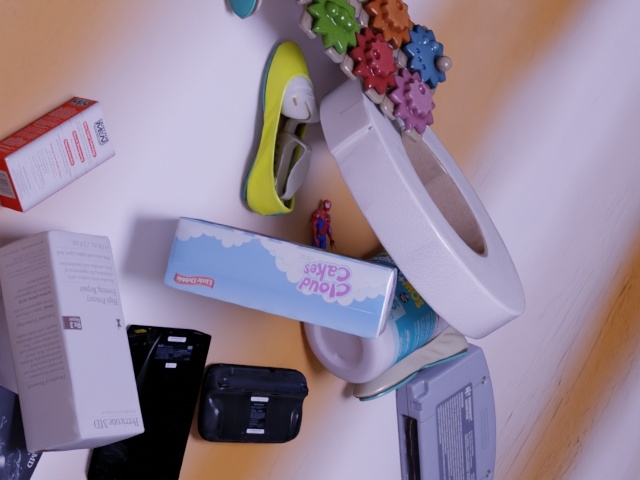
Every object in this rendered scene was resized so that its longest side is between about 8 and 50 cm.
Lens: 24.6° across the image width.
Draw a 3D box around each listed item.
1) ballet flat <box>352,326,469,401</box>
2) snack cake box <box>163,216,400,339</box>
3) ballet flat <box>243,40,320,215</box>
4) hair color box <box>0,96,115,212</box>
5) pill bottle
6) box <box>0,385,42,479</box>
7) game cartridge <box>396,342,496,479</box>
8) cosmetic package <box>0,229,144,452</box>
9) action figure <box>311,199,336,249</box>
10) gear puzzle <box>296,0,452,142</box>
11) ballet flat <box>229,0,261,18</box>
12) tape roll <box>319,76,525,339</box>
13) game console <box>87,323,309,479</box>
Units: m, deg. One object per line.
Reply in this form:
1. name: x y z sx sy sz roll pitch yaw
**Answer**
1. ballet flat: 0.127 0.169 2.205 0.248 0.086 0.086 -19 115 -47
2. snack cake box: -0.043 0.044 1.783 0.152 0.264 0.089 17 87 -84
3. ballet flat: -0.039 -0.142 1.906 0.077 0.077 0.231 11 92 -50
4. hair color box: -0.301 -0.097 1.639 0.141 0.043 0.072 -37 127 -36
5. pill bottle: 0.110 0.086 2.095 0.264 0.146 0.146 -31 123 -41
6. box: -0.392 0.223 1.590 0.158 0.093 0.156 38 72 -49
7. game cartridge: 0.207 0.324 2.353 0.198 0.062 0.297 -29 122 -46
8. cosmetic package: -0.276 0.112 1.617 0.117 0.085 0.231 6 68 -61
9. action figure: 0.000 0.000 2.034 0.038 0.030 0.115 4 96 -45
10. gear puzzle: 0.052 -0.288 1.830 0.339 0.044 0.175 42 49 -30
11. ballet flat: -0.087 -0.358 1.805 0.052 0.057 0.168 -32 125 -51
12. tape roll: 0.137 -0.050 1.940 0.072 0.392 0.392 -33 141 16
13. game console: -0.144 0.227 1.922 0.361 0.044 0.213 11 94 -50
